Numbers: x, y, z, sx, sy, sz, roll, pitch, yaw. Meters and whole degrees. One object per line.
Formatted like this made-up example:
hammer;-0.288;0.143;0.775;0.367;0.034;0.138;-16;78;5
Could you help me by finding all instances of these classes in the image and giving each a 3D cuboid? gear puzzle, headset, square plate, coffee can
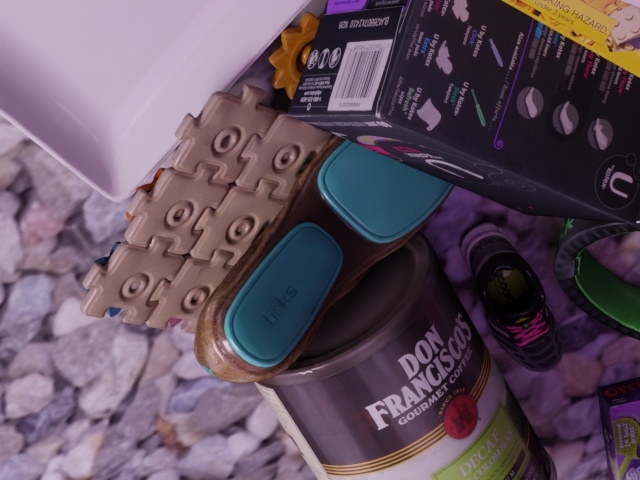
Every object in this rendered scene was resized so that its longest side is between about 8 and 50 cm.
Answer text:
gear puzzle;-0.086;-0.067;1.653;0.175;0.044;0.339;13;117;-49
headset;0.415;0.022;1.704;0.394;0.185;0.243;14;153;12
square plate;-0.174;-0.250;1.532;0.344;0.049;0.347;-47;124;7
coffee can;0.071;0.153;1.724;0.201;0.201;0.275;-29;118;5

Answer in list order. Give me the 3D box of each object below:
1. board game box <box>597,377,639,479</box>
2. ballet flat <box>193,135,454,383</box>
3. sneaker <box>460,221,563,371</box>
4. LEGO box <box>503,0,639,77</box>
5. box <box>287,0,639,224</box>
board game box;0.407;0.280;1.933;0.208;0.056;0.347;-15;117;-7
ballet flat;0.000;0.000;1.658;0.116;0.124;0.342;45;62;-12
sneaker;0.185;0.066;1.771;0.063;0.075;0.170;-26;118;3
LEGO box;0.318;-0.311;1.449;0.500;0.193;0.372;27;108;-7
box;0.138;-0.122;1.580;0.270;0.165;0.143;20;85;-27
